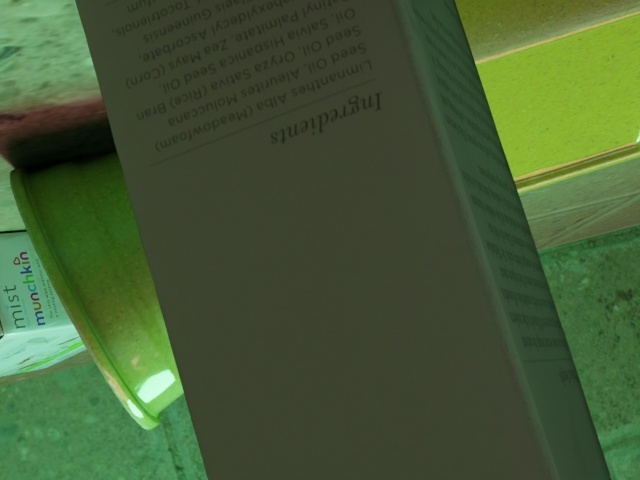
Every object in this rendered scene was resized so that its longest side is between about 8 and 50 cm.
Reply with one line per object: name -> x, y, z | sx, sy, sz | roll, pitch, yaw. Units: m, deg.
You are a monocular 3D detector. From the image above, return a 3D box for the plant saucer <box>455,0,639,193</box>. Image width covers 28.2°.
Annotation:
plant saucer -> 0.175, -0.132, 1.111 | 0.333, 0.081, 0.333 | -17, 152, 1

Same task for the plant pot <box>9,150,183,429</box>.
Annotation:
plant pot -> -0.114, -0.002, 1.210 | 0.254, 0.276, 0.276 | -28, 171, -4

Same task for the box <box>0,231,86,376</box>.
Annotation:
box -> -0.371, 0.086, 1.548 | 0.262, 0.127, 0.231 | -25, 167, 41

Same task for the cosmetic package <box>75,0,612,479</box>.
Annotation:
cosmetic package -> 0.017, -0.014, 0.692 | 0.161, 0.453, 0.230 | -20, 169, 15
